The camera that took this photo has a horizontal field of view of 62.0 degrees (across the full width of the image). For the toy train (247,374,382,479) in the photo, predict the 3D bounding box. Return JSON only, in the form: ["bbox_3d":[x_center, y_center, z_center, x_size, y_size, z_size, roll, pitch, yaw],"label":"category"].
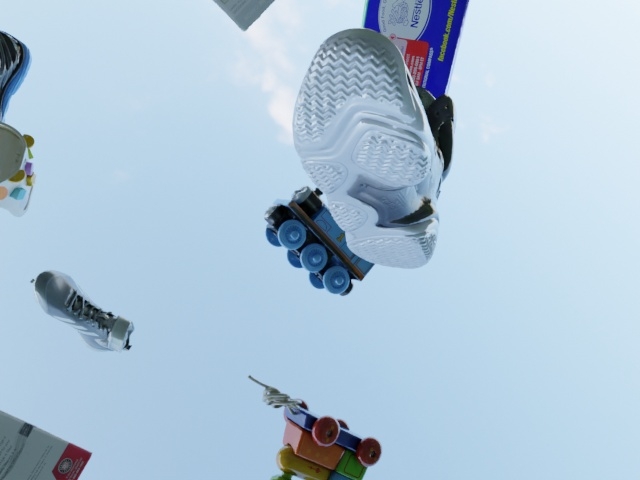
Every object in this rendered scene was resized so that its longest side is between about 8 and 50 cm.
[{"bbox_3d":[-0.039,0.301,0.748,0.248,0.105,0.143,35,-106,-28],"label":"toy train"}]

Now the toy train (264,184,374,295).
[{"bbox_3d":[0.000,0.000,0.787,0.184,0.080,0.105,46,-106,-21],"label":"toy train"}]

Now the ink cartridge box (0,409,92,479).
[{"bbox_3d":[-0.377,0.275,0.641,0.150,0.063,0.109,37,-119,-21],"label":"ink cartridge box"}]

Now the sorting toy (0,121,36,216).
[{"bbox_3d":[-0.305,-0.063,0.533,0.044,0.075,0.083,3,-119,-11],"label":"sorting toy"}]

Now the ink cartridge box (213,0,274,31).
[{"bbox_3d":[-0.087,-0.314,0.529,0.179,0.045,0.145,45,-89,-2],"label":"ink cartridge box"}]

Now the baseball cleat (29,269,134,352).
[{"bbox_3d":[-0.370,0.116,0.865,0.109,0.206,0.072,2,-126,15],"label":"baseball cleat"}]

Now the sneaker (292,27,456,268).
[{"bbox_3d":[0.057,-0.096,0.457,0.101,0.269,0.153,6,-119,19],"label":"sneaker"}]

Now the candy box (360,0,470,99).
[{"bbox_3d":[0.120,-0.282,0.725,0.122,0.268,0.317,12,-154,5],"label":"candy box"}]

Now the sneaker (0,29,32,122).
[{"bbox_3d":[-0.427,-0.181,0.657,0.067,0.078,0.188,0,-112,32],"label":"sneaker"}]
